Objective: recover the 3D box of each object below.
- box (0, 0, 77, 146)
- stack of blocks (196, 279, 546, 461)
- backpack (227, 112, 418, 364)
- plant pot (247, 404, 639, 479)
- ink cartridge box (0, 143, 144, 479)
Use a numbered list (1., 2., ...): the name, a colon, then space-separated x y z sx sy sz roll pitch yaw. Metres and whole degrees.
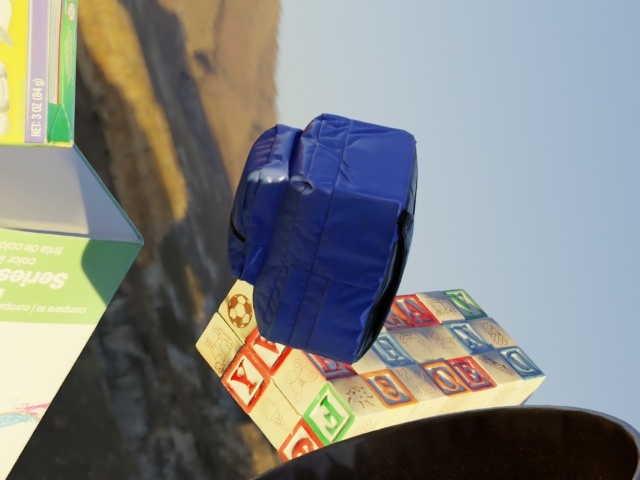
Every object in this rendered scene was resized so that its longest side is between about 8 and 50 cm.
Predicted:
1. box: -0.201 -0.096 0.647 0.043 0.179 0.105 -11 103 -80
2. stack of blocks: 0.053 0.111 1.326 0.171 0.297 0.087 49 -60 28
3. backpack: 0.000 0.000 0.799 0.098 0.101 0.120 -67 169 -57
4. plant pot: 0.064 0.219 0.630 0.215 0.215 0.230 -125 -162 -81
5. ink cartridge box: -0.255 0.040 0.885 0.117 0.278 0.201 6 35 -47
